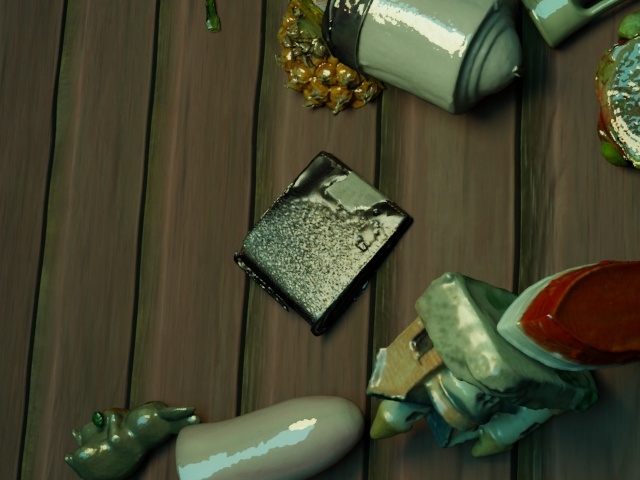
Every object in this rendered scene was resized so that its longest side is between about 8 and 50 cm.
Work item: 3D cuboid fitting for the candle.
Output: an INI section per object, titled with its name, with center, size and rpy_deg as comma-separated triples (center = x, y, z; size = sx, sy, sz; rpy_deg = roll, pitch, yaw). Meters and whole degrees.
[candle]
center = 0.186, -0.329, 1.632
size = 0.343, 0.221, 0.221
rpy_deg = 30, 94, 19

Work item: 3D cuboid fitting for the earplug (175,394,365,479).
[earplug]
center = -0.068, 0.336, 1.673
size = 0.301, 0.172, 0.172
rpy_deg = -24, 69, 16

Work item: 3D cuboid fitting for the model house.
[model house]
center = 0.198, 0.236, 1.503
size = 0.325, 0.267, 0.194
rpy_deg = -44, 49, 27

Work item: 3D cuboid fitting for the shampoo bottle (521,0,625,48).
[shampoo bottle]
center = 0.437, -0.413, 1.596
size = 0.234, 0.087, 0.118
rpy_deg = -31, 72, 19

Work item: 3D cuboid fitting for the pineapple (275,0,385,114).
[pineapple]
center = -0.026, -0.311, 1.772
size = 0.140, 0.164, 0.249
rpy_deg = -43, 84, 24

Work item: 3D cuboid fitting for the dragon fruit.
[dragon fruit]
center = 0.528, -0.207, 1.481
size = 0.268, 0.130, 0.295
rpy_deg = -18, 72, 23

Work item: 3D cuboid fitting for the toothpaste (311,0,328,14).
[toothpaste]
center = 0.079, -0.436, 1.808
size = 0.196, 0.047, 0.040
rpy_deg = -5, 120, 27

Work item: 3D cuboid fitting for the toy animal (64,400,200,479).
[toy animal]
center = -0.329, 0.349, 1.841
size = 0.251, 0.127, 0.125
rpy_deg = -25, 56, 6

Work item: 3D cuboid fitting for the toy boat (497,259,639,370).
[toy boat]
center = 0.395, 0.105, 1.406
size = 0.133, 0.332, 0.145
rpy_deg = -37, 61, 60

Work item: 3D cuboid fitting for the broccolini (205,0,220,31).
[broccolini]
center = -0.240, -0.528, 1.997
size = 0.071, 0.058, 0.254
rpy_deg = 129, 134, -60

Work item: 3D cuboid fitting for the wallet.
[wallet]
center = 0.000, 0.000, 1.755
size = 0.221, 0.071, 0.262
rpy_deg = 41, 93, 29
